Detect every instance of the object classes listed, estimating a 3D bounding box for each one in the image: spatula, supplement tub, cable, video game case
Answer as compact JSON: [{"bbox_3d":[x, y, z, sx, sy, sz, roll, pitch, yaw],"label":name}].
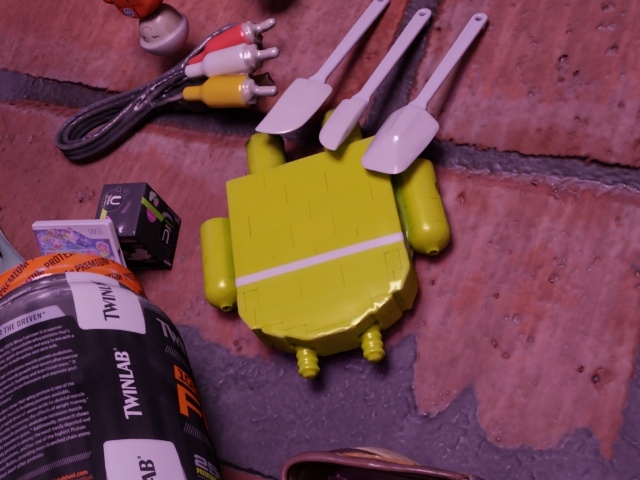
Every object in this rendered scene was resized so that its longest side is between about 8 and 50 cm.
[{"bbox_3d":[0.066,-0.168,0.964,0.168,0.019,0.242,17,54,28],"label":"spatula"},{"bbox_3d":[-0.193,0.181,0.780,0.207,0.207,0.338,-29,48,4],"label":"supplement tub"},{"bbox_3d":[-0.172,-0.179,1.051,0.287,0.072,0.140,-11,56,14],"label":"cable"},{"bbox_3d":[-0.232,0.035,0.944,0.087,0.122,0.011,-1,29,19],"label":"video game case"}]

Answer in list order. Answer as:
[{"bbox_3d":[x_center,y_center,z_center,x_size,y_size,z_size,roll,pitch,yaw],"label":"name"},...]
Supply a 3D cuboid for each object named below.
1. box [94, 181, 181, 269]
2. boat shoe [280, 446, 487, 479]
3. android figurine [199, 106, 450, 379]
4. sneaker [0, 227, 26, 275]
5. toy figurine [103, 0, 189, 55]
[{"bbox_3d":[-0.187,-0.014,0.966,0.052,0.083,0.062,-1,65,18],"label":"box"},{"bbox_3d":[0.111,0.230,0.680,0.342,0.123,0.123,20,79,39],"label":"boat shoe"},{"bbox_3d":[0.000,0.000,0.910,0.248,0.056,0.273,-17,58,9],"label":"android figurine"},{"bbox_3d":[-0.407,-0.010,1.002,0.256,0.151,0.094,31,79,30],"label":"sneaker"},{"bbox_3d":[-0.157,-0.333,1.073,0.213,0.148,0.209,-33,41,1],"label":"toy figurine"}]
